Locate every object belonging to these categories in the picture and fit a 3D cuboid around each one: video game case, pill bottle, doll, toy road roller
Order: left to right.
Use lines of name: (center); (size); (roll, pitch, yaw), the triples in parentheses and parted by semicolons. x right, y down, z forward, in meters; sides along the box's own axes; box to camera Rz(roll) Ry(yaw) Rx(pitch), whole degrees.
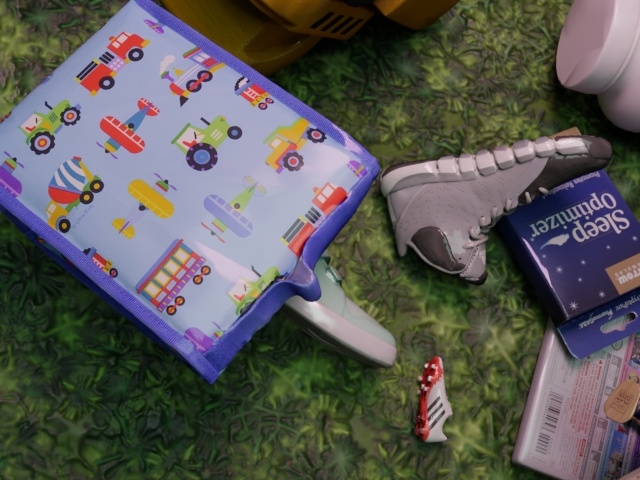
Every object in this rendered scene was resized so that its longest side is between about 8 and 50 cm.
toy road roller: (-0.015, -0.278, 0.812); (0.240, 0.329, 0.202); (-38, 83, 24)
video game case: (0.312, 0.162, 0.852); (0.193, 0.023, 0.212); (22, 70, -6)
doll: (0.341, 0.186, 0.777); (0.189, 0.129, 0.046); (33, 81, -34)
pill bottle: (0.433, -0.189, 0.891); (0.322, 0.181, 0.182); (12, 73, -10)

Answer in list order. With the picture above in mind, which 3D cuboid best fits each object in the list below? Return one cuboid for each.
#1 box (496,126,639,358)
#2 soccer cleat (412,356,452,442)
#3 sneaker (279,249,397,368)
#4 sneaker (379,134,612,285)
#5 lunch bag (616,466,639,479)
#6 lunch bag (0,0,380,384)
box: (0.268, -0.003, 0.863); (0.136, 0.036, 0.225); (-21, 72, -17)
soccer cleat: (0.114, 0.157, 0.808); (0.035, 0.029, 0.083); (15, 75, -18)
sneaker: (0.000, 0.000, 0.784); (0.256, 0.094, 0.151); (39, 77, 3)
sneaker: (0.176, -0.024, 0.812); (0.228, 0.086, 0.132); (-9, 87, 25)
lunch bag: (0.268, 0.274, 0.641); (0.235, 0.287, 0.169); (-29, 60, -6)
lunch bag: (-0.110, -0.041, 0.687); (0.293, 0.138, 0.221); (33, 73, 26)
